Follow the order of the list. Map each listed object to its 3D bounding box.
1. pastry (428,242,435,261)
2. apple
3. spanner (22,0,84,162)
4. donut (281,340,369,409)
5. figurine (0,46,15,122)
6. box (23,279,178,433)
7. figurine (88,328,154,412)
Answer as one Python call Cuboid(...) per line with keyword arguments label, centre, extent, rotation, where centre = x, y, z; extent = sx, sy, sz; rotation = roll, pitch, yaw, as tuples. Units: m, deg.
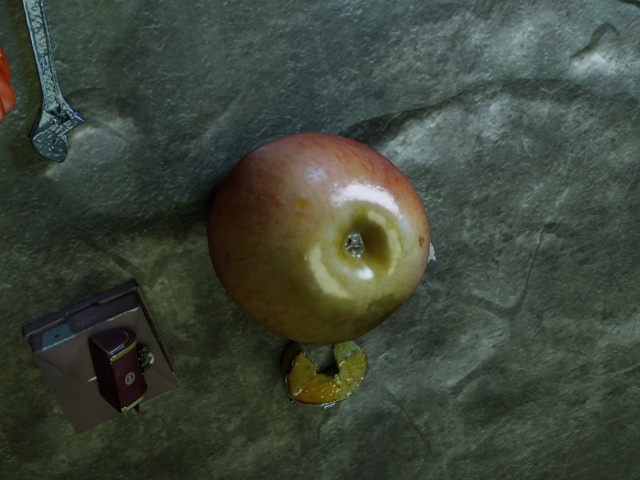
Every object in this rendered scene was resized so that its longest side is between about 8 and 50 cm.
Cuboid(label="pastry", centre=(0.091, 0.044, 2.010), extent=(0.258, 0.089, 0.121), rotation=(-27, 112, -11))
Cuboid(label="apple", centre=(0.000, 0.000, 1.781), extent=(0.364, 0.364, 0.363), rotation=(-10, 121, -18))
Cuboid(label="spanner", centre=(-0.426, -0.269, 1.656), extent=(0.093, 0.026, 0.325), rotation=(-13, 120, -15))
Cuboid(label="donut", centre=(-0.001, 0.256, 2.095), extent=(0.181, 0.078, 0.146), rotation=(-3, 119, -29))
Cuboid(label="figurine", centre=(-0.558, -0.255, 1.510), extent=(0.257, 0.208, 0.181), rotation=(-19, 169, -45))
Cuboid(label="box", centre=(-0.381, 0.210, 1.900), extent=(0.215, 0.086, 0.215), rotation=(-23, 123, -9))
Cuboid(label="figurine", centre=(-0.330, 0.223, 1.841), extent=(0.098, 0.082, 0.154), rotation=(-29, 126, -31))
